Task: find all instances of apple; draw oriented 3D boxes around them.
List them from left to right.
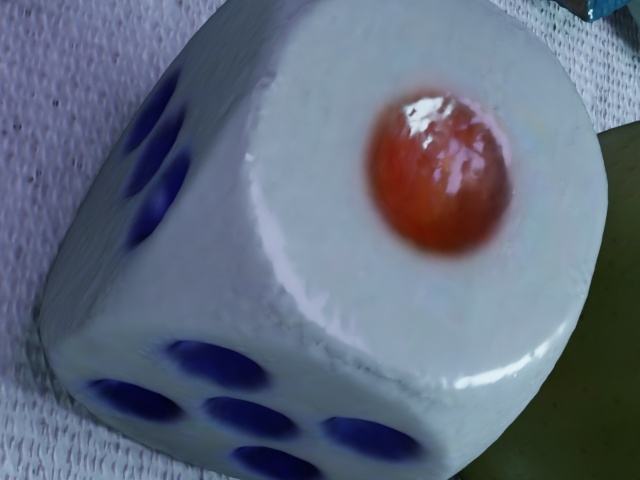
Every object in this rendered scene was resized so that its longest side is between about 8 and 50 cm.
[{"bbox_3d":[0.258,0.090,0.961,0.357,0.357,0.357,13,66,-32],"label":"apple"}]

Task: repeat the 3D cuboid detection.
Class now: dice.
[{"bbox_3d":[0.000,0.000,0.842,0.243,0.251,0.259,31,59,-21],"label":"dice"}]

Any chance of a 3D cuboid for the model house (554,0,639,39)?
[{"bbox_3d":[0.291,-0.298,1.215,0.267,0.194,0.325,-30,95,-39],"label":"model house"}]
